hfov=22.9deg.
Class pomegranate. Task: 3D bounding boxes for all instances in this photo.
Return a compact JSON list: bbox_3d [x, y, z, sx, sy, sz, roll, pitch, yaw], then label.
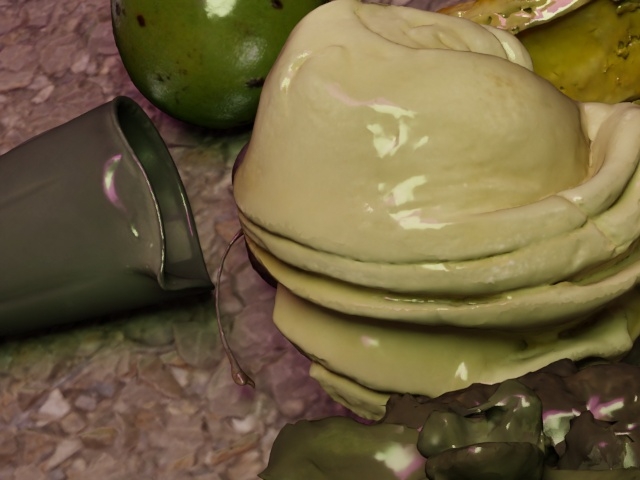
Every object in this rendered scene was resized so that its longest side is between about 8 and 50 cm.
[{"bbox_3d":[-0.051,-0.180,1.247,0.247,0.202,0.202,20,59,-4],"label":"pomegranate"}]

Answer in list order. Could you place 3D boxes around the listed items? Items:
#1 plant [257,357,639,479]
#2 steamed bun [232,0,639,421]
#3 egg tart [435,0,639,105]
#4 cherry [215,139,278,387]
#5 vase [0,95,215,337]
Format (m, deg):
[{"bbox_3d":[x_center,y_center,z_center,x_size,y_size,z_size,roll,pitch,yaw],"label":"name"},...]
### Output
[{"bbox_3d":[0.103,0.165,0.846,0.215,0.312,0.213,-14,48,13],"label":"plant"},{"bbox_3d":[0.088,0.006,0.969,0.276,0.289,0.203,-5,55,5],"label":"steamed bun"},{"bbox_3d":[0.181,-0.133,1.112,0.315,0.315,0.120,-20,92,4],"label":"egg tart"},{"bbox_3d":[0.006,0.001,1.139,0.148,0.115,0.188,3,55,-28],"label":"cherry"},{"bbox_3d":[-0.238,0.000,1.199,0.300,0.156,0.251,-19,36,12],"label":"vase"}]
